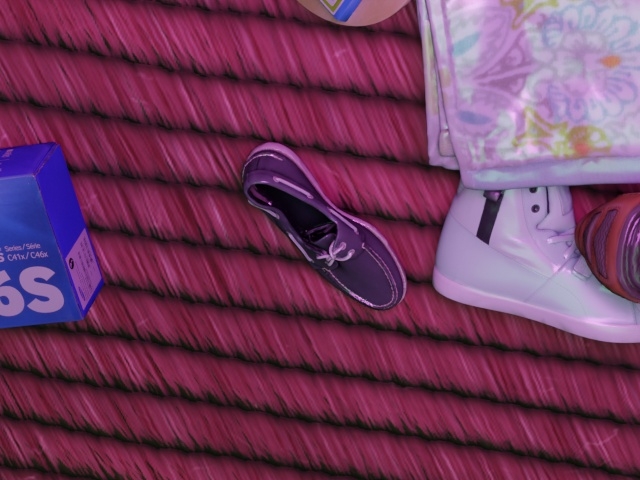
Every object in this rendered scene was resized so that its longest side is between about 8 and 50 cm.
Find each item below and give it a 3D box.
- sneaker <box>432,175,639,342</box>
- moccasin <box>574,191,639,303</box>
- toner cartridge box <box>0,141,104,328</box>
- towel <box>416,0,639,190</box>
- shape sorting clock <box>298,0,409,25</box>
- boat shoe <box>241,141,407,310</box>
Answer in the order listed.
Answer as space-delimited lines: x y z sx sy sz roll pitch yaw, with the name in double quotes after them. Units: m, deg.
0.236 0.000 1.657 0.256 0.094 0.151 10 118 5 "sneaker"
0.409 0.024 1.605 0.380 0.147 0.139 2 98 -11 "moccasin"
-0.404 0.009 1.812 0.347 0.075 0.165 -7 117 16 "toner cartridge box"
0.259 -0.206 1.517 0.374 0.090 0.321 -3 113 13 "towel"
0.014 -0.280 1.530 0.206 0.040 0.206 23 129 33 "shape sorting clock"
0.000 0.000 1.724 0.075 0.065 0.206 -35 107 27 "boat shoe"
